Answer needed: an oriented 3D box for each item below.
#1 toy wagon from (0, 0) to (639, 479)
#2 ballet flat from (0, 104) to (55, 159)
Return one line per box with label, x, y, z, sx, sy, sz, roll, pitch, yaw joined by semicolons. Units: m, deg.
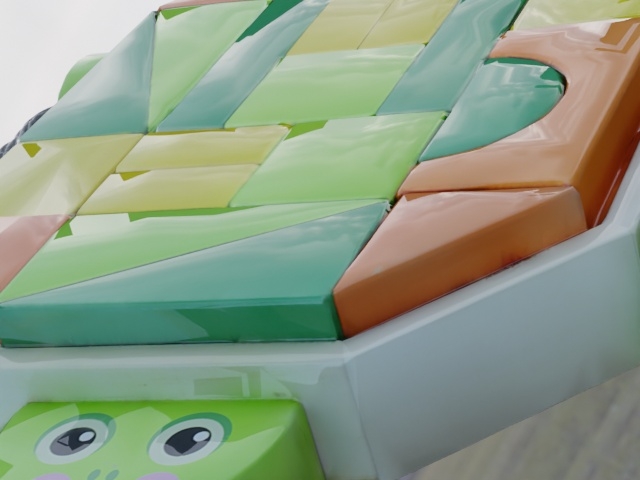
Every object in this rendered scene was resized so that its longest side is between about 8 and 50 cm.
toy wagon;0.000;0.000;0.543;0.344;0.267;0.068;-54;-46;-52
ballet flat;-0.200;-0.053;1.334;0.173;0.049;0.057;-31;-22;23
